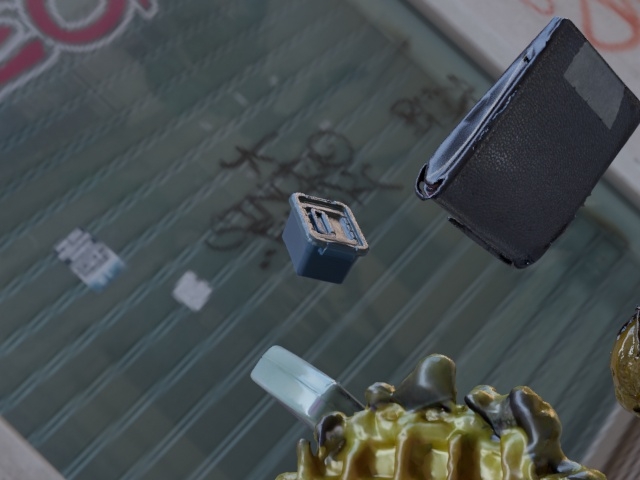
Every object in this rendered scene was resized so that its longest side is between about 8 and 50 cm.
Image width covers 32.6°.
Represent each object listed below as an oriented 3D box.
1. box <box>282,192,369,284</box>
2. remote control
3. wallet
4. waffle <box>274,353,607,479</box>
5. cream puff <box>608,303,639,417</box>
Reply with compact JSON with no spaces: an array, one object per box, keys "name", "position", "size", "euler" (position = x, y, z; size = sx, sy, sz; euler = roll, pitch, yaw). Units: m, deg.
[{"name":"box","position":[0.000,0.000,1.155],"size":[0.054,0.074,0.099],"euler":[-63,28,26]},{"name":"remote control","position":[0.074,0.228,1.103],"size":[0.050,0.344,0.145],"euler":[-52,27,-9]},{"name":"wallet","position":[0.254,-0.111,1.309],"size":[0.221,0.071,0.262],"euler":[33,-81,-40]},{"name":"waffle","position":[0.080,0.242,0.758],"size":[0.329,0.329,0.062],"euler":[-48,-35,11]},{"name":"cream puff","position":[0.345,0.117,1.053],"size":[0.133,0.120,0.104],"euler":[4,-1,-30]}]
